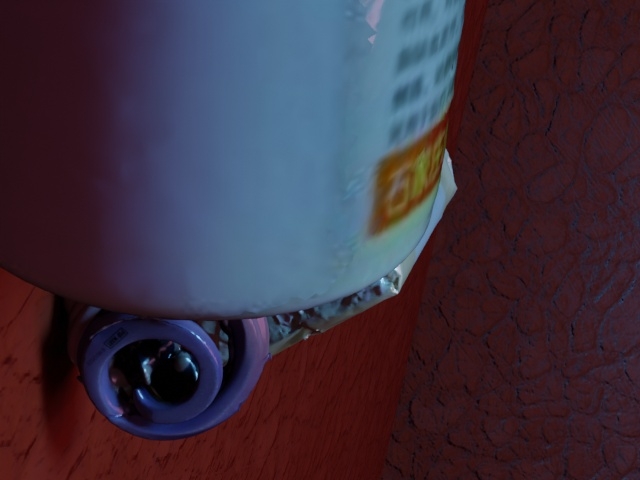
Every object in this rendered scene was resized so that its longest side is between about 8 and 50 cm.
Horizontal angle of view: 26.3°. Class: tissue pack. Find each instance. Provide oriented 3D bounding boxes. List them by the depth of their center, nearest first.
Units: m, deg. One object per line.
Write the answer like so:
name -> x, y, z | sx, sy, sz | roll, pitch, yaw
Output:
tissue pack -> 0.000, 0.000, 1.032 | 0.090, 0.186, 0.222 | 58, 24, -9

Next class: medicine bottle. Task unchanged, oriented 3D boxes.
medicine bottle -> -0.041, -0.182, 0.513 | 0.219, 0.219, 0.388 | -59, 157, -59

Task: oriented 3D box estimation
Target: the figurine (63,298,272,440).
figurine -> -0.095, 0.027, 0.798 | 0.126, 0.114, 0.157 | -44, -138, 33
